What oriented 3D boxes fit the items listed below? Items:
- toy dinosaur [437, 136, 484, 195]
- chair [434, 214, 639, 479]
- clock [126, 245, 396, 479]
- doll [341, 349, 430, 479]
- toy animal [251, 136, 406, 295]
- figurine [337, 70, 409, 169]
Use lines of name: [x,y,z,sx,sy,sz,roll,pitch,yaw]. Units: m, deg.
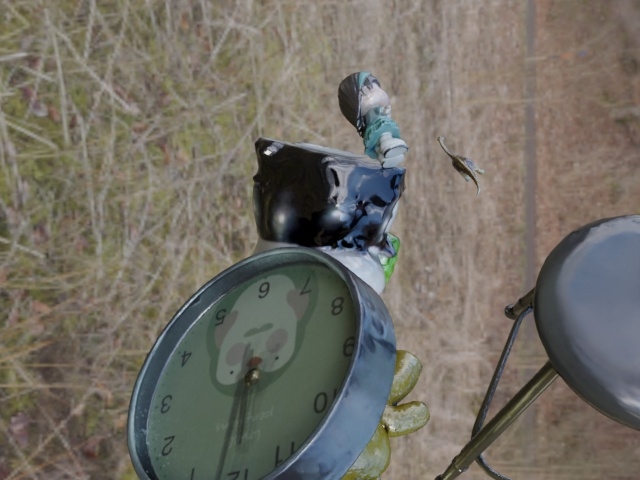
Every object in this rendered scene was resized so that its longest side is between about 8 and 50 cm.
toy dinosaur: [0.255,-0.125,1.464,0.058,0.037,0.180,24,18,-34]
chair: [0.412,0.197,1.161,0.364,0.362,0.410,-59,164,-31]
clock: [-0.071,0.148,0.892,0.066,0.319,0.319,46,40,-38]
doll: [0.047,0.195,0.951,0.209,0.137,0.097,-44,162,-51]
toy animal: [0.009,0.001,1.124,0.212,0.213,0.266,-37,133,-72]
figurine: [0.051,-0.114,0.804,0.060,0.047,0.106,65,1,-60]
